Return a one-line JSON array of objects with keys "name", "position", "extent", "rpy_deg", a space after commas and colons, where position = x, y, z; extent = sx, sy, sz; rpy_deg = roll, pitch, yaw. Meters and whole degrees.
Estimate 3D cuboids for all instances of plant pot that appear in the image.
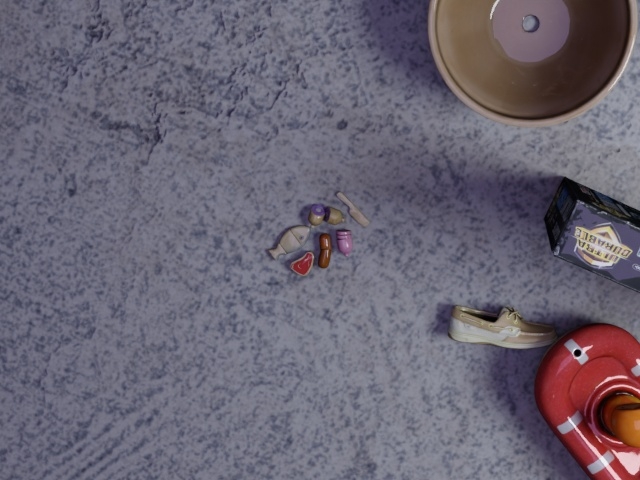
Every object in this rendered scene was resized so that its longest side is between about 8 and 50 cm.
[{"name": "plant pot", "position": [0.245, -0.253, 1.493], "extent": [0.237, 0.110, 0.237], "rpy_deg": [1, 98, 8]}]

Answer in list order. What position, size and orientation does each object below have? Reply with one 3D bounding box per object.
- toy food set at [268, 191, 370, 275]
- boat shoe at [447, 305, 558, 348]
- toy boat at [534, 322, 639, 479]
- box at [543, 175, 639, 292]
[{"name": "toy food set", "position": [0.000, 0.000, 1.615], "extent": [0.078, 0.019, 0.122], "rpy_deg": [46, 102, 0]}, {"name": "boat shoe", "position": [0.226, 0.105, 1.581], "extent": [0.135, 0.050, 0.045], "rpy_deg": [3, 104, 8]}, {"name": "toy boat", "position": [0.360, 0.206, 1.513], "extent": [0.151, 0.151, 0.231], "rpy_deg": [-39, 91, -3]}, {"name": "box", "position": [0.396, 0.027, 1.418], "extent": [0.293, 0.295, 0.073], "rpy_deg": [23, 99, 4]}]
